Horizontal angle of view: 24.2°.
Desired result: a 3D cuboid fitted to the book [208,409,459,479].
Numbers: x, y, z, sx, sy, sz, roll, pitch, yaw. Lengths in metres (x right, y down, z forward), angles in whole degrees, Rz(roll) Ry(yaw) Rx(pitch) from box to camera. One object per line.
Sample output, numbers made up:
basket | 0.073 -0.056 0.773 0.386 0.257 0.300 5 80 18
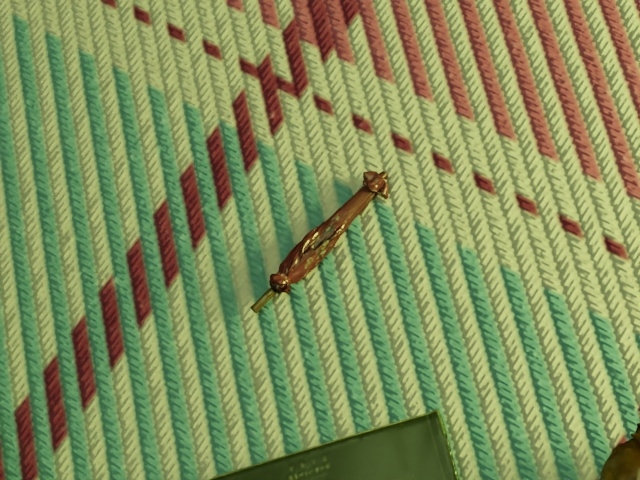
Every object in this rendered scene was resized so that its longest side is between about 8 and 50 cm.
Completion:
book | 0.033 0.286 1.129 0.201 0.026 0.290 -17 63 3

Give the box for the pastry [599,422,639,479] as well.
pastry | 0.268 0.230 1.061 0.218 0.100 0.229 -13 72 12

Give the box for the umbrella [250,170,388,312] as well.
umbrella | 0.000 0.000 1.266 0.165 0.025 0.027 -46 44 -12
